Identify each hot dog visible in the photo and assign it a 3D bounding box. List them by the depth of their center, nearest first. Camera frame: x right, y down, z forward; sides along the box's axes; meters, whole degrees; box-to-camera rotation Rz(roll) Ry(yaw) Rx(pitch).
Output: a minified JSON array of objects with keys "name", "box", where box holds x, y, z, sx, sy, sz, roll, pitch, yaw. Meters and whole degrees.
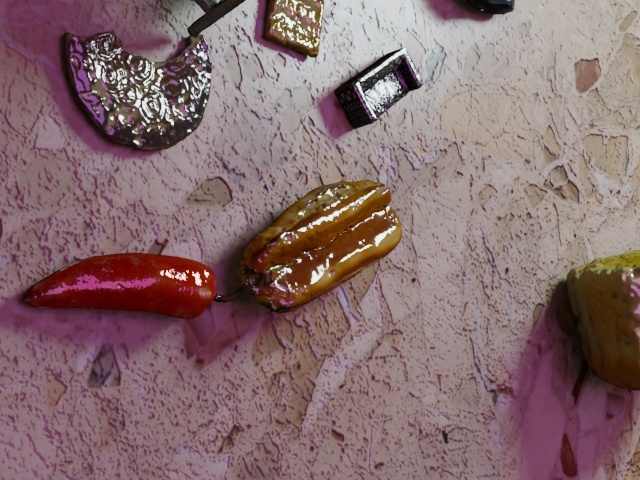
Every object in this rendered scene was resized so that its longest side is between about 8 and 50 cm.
[{"name":"hot dog","box":[0.000,0.000,1.677,0.269,0.072,0.115,-26,110,-46]}]

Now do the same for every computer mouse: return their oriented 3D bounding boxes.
[{"name":"computer mouse","box":[0.224,-0.351,1.968,0.135,0.047,0.079,6,72,-52]}]

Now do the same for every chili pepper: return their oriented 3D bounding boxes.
[{"name":"chili pepper","box":[-0.189,0.048,1.520,0.272,0.063,0.071,4,66,-38]}]

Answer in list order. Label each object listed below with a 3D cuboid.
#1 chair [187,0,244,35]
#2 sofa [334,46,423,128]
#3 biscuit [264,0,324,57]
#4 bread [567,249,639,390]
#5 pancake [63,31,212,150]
[{"name":"chair","box":[-0.080,-0.350,1.541,0.147,0.270,0.136,49,53,-13]},{"name":"sofa","box":[0.076,-0.193,1.811,0.118,0.039,0.060,-38,108,-39]},{"name":"biscuit","box":[-0.032,-0.272,1.745,0.083,0.018,0.081,16,71,-38]},{"name":"bread","box":[0.441,0.117,1.998,0.262,0.162,0.204,-14,90,-65]},{"name":"pancake","box":[-0.201,-0.187,1.580,0.190,0.020,0.184,38,59,-31]}]
